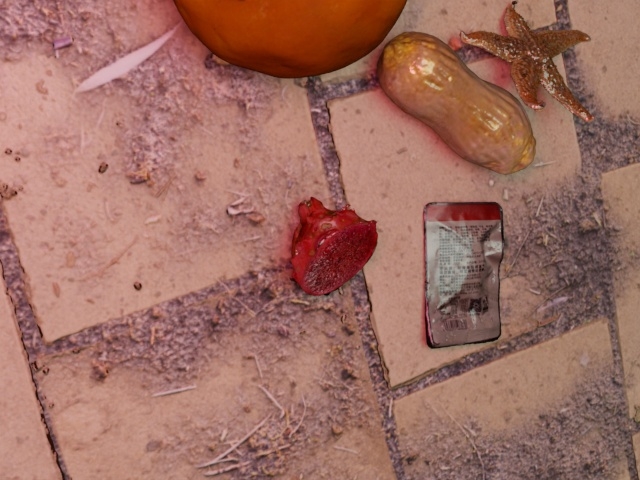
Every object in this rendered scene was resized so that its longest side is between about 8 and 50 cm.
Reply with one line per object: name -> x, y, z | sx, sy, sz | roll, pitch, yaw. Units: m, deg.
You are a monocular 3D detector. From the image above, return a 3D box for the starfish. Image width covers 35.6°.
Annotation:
starfish -> 0.365, -0.288, 1.641 | 0.295, 0.048, 0.231 | -9, 68, -38

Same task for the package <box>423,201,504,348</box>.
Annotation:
package -> 0.241, 0.055, 1.650 | 0.154, 0.030, 0.239 | -2, 96, -26

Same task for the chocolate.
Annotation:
chocolate -> 0.216, -0.215, 1.558 | 0.309, 0.134, 0.134 | 35, 79, -22

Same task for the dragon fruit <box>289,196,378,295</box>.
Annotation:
dragon fruit -> 0.000, 0.000, 1.496 | 0.153, 0.111, 0.153 | -27, 146, -20

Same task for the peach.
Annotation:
peach -> -0.036, -0.381, 1.314 | 0.301, 0.342, 0.343 | -30, 115, -68
